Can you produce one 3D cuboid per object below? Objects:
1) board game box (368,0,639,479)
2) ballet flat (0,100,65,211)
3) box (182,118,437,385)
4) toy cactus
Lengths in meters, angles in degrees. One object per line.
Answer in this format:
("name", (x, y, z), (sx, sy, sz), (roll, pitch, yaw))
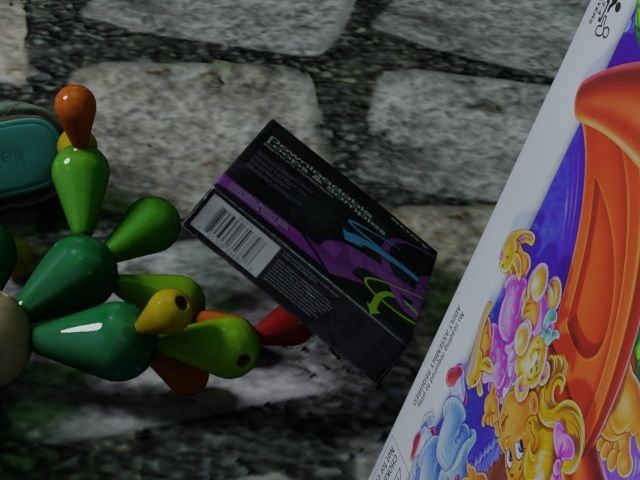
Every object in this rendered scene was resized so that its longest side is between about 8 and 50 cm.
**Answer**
("board game box", (0.114, 0.068, 0.604), (0.078, 0.347, 0.233), (13, 26, -21))
("ballet flat", (-0.236, -0.030, 1.012), (0.213, 0.072, 0.068), (-11, 7, -28))
("box", (0.000, 0.000, 0.934), (0.116, 0.029, 0.162), (39, 15, -4))
("toy cactus", (-0.129, 0.022, 0.908), (0.219, 0.112, 0.180), (35, 51, 25))
